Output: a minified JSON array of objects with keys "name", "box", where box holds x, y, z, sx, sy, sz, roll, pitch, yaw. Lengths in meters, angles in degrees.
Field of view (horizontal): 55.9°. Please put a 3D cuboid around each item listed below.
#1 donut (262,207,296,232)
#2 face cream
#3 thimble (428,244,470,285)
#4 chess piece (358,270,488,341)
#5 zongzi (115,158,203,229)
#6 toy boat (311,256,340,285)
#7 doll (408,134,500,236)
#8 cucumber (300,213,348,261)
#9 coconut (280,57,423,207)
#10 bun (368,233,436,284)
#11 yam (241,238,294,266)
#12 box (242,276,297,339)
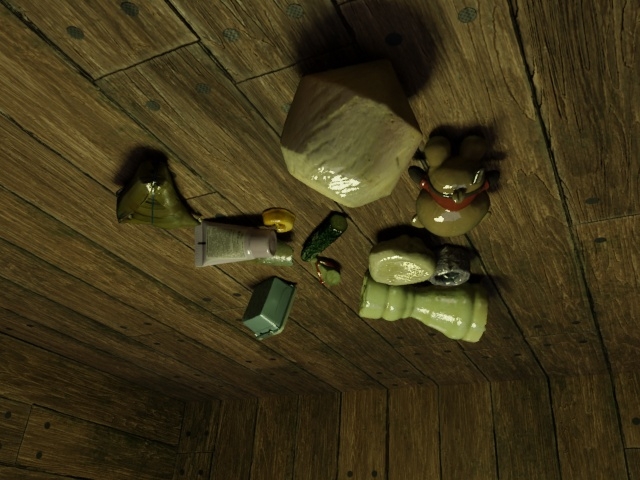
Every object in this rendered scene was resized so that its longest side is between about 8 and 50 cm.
[{"name":"donut","box":[-0.130,-0.061,1.903,0.108,0.043,0.097,19,149,-33]},{"name":"face cream","box":[-0.280,0.011,1.932,0.273,0.154,0.096,0,-177,15]},{"name":"thimble","box":[0.430,0.087,2.043,0.150,0.098,0.150,2,152,1]},{"name":"chess piece","box":[0.368,0.228,2.208,0.442,0.234,0.234,11,151,-2]},{"name":"zongzi","box":[-0.427,-0.121,1.765,0.289,0.123,0.260,11,150,-33]},{"name":"toy boat","box":[0.025,0.115,2.176,0.089,0.071,0.185,-45,141,-1]},{"name":"doll","box":[0.354,-0.126,1.584,0.235,0.174,0.330,-6,149,5]},{"name":"cucumber","box":[0.000,0.000,1.974,0.067,0.068,0.293,15,151,-20]},{"name":"coconut","box":[0.070,-0.247,1.309,0.328,0.329,0.329,3,152,2]},{"name":"bun","box":[0.264,0.054,1.965,0.231,0.133,0.231,2,150,1]},{"name":"yam","box":[-0.213,0.029,2.011,0.259,0.106,0.106,4,152,3]},{"name":"box","box":[-0.194,0.258,2.318,0.130,0.227,0.162,39,139,-25]}]
